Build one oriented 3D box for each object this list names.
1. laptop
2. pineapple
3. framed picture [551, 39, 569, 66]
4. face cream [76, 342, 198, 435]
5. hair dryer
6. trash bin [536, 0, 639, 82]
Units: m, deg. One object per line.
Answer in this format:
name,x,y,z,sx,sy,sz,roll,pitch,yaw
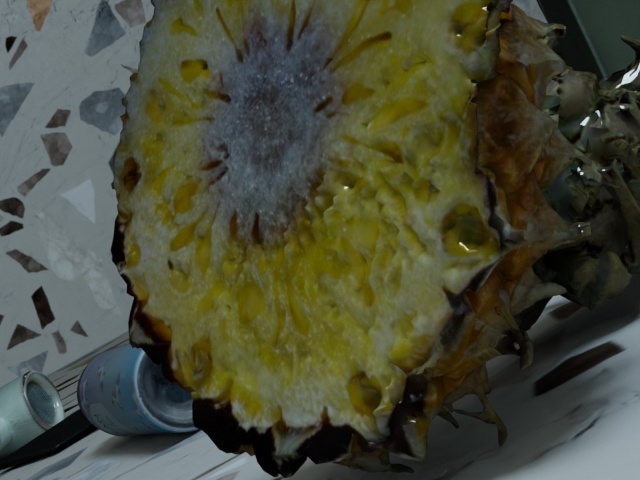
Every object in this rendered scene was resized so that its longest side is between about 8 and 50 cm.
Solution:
laptop,-0.224,0.176,1.440,0.197,0.016,0.135,-32,6,-40
pineapple,0.082,-0.027,0.642,0.271,0.262,0.262,1,-18,-41
framed picture,0.242,-0.126,1.115,0.184,0.016,0.250,-31,-29,12
face cream,-0.137,0.114,1.100,0.075,0.075,0.229,-29,3,-23
hair dryer,-0.364,0.228,1.480,0.131,0.073,0.236,-29,12,16
trash bin,0.268,-0.128,0.813,0.240,0.164,0.122,-24,4,6
